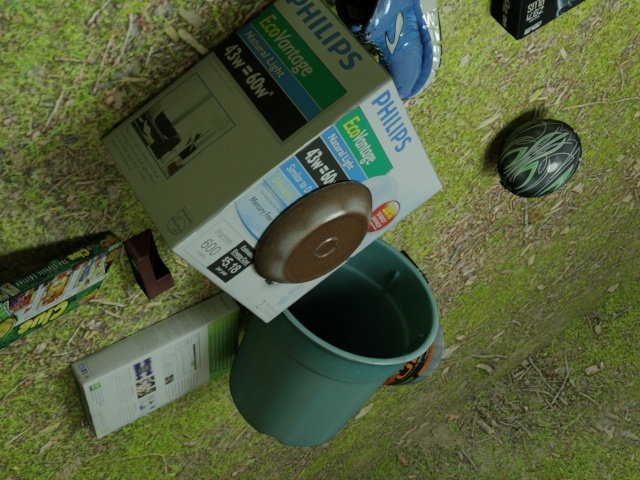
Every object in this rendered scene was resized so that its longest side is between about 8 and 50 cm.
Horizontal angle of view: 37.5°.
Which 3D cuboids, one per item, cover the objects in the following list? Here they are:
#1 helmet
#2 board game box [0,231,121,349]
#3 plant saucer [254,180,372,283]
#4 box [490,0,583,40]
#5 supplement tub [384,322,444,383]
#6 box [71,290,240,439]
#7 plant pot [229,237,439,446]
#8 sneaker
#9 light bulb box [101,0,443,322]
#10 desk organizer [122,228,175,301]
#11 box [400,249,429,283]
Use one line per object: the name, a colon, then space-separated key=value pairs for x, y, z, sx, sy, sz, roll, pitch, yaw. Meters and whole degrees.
helmet: x=0.453 y=-0.171 z=1.956 sx=0.169 sy=0.169 sz=0.161 roll=-31 pitch=168 yaw=-13
board game box: x=-0.406 y=0.082 z=1.380 sx=0.260 sy=0.030 sz=0.136 roll=-34 pitch=164 yaw=-53
plant saucer: x=0.000 y=0.000 z=1.329 sx=0.199 sy=0.036 sz=0.198 roll=-29 pitch=153 yaw=-17
box: x=0.375 y=-0.438 z=1.543 sx=0.180 sy=0.077 sz=0.147 roll=-32 pitch=153 yaw=-12
supplement tub: x=0.122 y=0.221 z=2.116 sx=0.207 sy=0.207 sz=0.338 roll=-47 pitch=151 yaw=18
box: x=-0.305 y=0.239 z=1.804 sx=0.322 sy=0.058 sz=0.232 roll=-24 pitch=150 yaw=-22
plant pot: x=-0.002 y=0.196 z=1.784 sx=0.341 sy=0.341 sz=0.334 roll=-13 pitch=144 yaw=-39
sneaker: x=0.089 y=-0.327 z=1.356 sx=0.147 sy=0.129 sz=0.330 roll=-20 pitch=143 yaw=-10
light bulb box: x=-0.052 y=-0.112 z=1.379 sx=0.361 sy=0.225 sz=0.358 roll=-38 pitch=153 yaw=2
desk organizer: x=-0.279 y=0.041 z=1.539 sx=0.050 sy=0.047 sz=0.130 roll=-31 pitch=152 yaw=-17
box: x=0.192 y=0.076 z=2.107 sx=0.062 sy=0.083 sz=0.052 roll=-38 pitch=151 yaw=0
